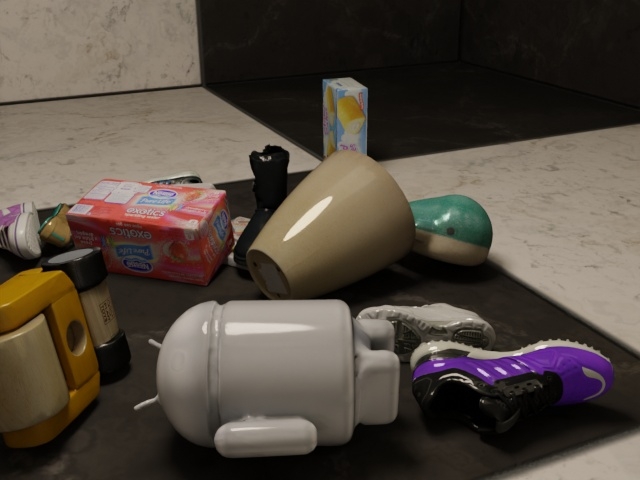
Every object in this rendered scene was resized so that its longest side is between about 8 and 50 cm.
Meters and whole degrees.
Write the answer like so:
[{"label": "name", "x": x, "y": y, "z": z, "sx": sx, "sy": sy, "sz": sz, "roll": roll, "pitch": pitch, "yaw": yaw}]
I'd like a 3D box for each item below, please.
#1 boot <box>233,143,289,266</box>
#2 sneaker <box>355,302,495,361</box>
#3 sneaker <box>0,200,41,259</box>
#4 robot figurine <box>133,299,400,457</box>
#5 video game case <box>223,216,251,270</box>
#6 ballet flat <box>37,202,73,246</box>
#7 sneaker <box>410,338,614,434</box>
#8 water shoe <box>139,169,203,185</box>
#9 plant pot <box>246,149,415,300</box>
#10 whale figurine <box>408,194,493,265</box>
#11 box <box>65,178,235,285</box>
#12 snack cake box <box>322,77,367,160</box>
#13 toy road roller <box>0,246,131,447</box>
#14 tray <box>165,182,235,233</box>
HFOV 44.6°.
[{"label": "boot", "x": -0.123, "y": -0.080, "z": 1.636, "sx": 0.094, "sy": 0.207, "sz": 0.246, "roll": 5, "pitch": 24, "yaw": 11}, {"label": "sneaker", "x": 0.171, "y": 0.148, "z": 1.325, "sx": 0.232, "sy": 0.090, "sz": 0.115, "roll": 8, "pitch": 16, "yaw": -2}, {"label": "sneaker", "x": -0.697, "y": -0.008, "z": 1.702, "sx": 0.161, "sy": 0.102, "sz": 0.282, "roll": -12, "pitch": 15, "yaw": -17}, {"label": "robot figurine", "x": -0.070, "y": 0.183, "z": 1.076, "sx": 0.353, "sy": 0.200, "sz": 0.300, "roll": 0, "pitch": 26, "yaw": 0}, {"label": "video game case", "x": -0.151, "y": 0.007, "z": 1.730, "sx": 0.227, "sy": 0.026, "sz": 0.206, "roll": 12, "pitch": 26, "yaw": 29}, {"label": "ballet flat", "x": -0.589, "y": -0.028, "z": 1.775, "sx": 0.073, "sy": 0.080, "sz": 0.232, "roll": 33, "pitch": 7, "yaw": -16}, {"label": "sneaker", "x": 0.275, "y": 0.223, "z": 1.121, "sx": 0.293, "sy": 0.102, "sz": 0.146, "roll": -2, "pitch": 26, "yaw": 9}, {"label": "water shoe", "x": -0.393, "y": -0.115, "z": 1.962, "sx": 0.203, "sy": 0.073, "sz": 0.080, "roll": -21, "pitch": 57, "yaw": -7}, {"label": "plant pot", "x": 0.000, "y": 0.000, "z": 1.508, "sx": 0.256, "sy": 0.256, "sz": 0.274, "roll": 21, "pitch": 46, "yaw": 41}, {"label": "whale figurine", "x": 0.224, "y": -0.040, "z": 1.616, "sx": 0.272, "sy": 0.141, "sz": 0.216, "roll": 19, "pitch": 4, "yaw": 21}, {"label": "box", "x": -0.348, "y": -0.023, "z": 1.619, "sx": 0.300, "sy": 0.142, "sz": 0.154, "roll": 6, "pitch": 36, "yaw": 17}, {"label": "snack cake box", "x": 0.066, "y": -0.306, "z": 2.168, "sx": 0.089, "sy": 0.264, "sz": 0.152, "roll": -7, "pitch": 23, "yaw": -14}, {"label": "toy road roller", "x": -0.457, "y": 0.154, "z": 1.175, "sx": 0.240, "sy": 0.202, "sz": 0.329, "roll": -8, "pitch": 15, "yaw": 13}, {"label": "tray", "x": -0.331, "y": -0.058, "z": 1.713, "sx": 0.270, "sy": 0.145, "sz": 0.030, "roll": -1, "pitch": 42, "yaw": 23}]
